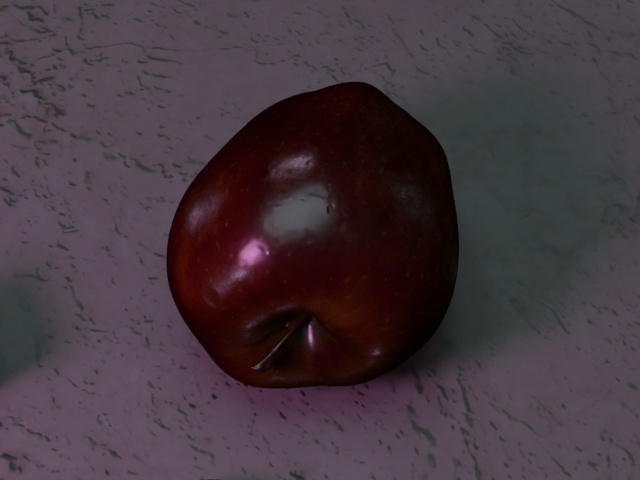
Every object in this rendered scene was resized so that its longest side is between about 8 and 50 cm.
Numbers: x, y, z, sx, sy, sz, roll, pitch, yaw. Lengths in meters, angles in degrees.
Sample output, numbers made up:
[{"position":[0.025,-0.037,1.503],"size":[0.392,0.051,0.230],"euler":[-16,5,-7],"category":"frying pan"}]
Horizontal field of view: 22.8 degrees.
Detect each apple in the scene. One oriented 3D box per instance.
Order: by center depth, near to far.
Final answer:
[{"position":[0.000,0.000,1.600],"size":[0.288,0.288,0.317],"euler":[10,46,9],"category":"apple"}]

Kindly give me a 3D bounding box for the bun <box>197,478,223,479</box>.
[{"position":[-0.116,0.276,1.524],"size":[0.115,0.069,0.115],"euler":[-1,53,1],"category":"bun"}]
